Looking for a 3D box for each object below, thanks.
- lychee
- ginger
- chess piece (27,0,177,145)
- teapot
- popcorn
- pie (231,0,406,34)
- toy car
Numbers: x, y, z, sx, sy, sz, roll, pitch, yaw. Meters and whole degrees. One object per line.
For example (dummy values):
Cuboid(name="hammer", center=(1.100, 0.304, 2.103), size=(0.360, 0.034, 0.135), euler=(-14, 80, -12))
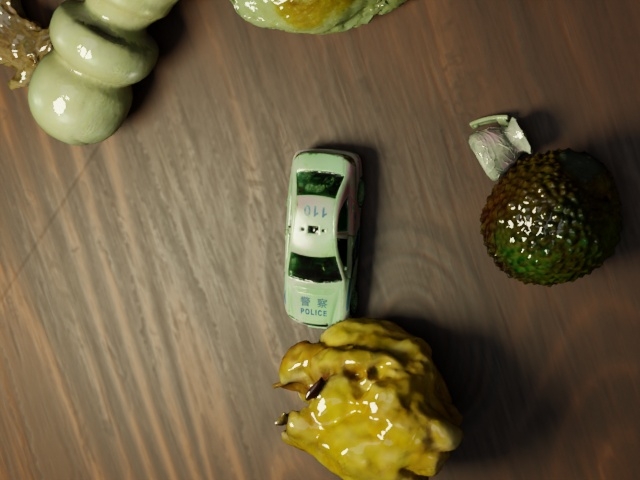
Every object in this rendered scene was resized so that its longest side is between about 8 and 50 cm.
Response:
Cuboid(name="lychee", center=(0.261, -0.019, 1.505), size=(0.171, 0.171, 0.171), euler=(2, 97, 16))
Cuboid(name="ginger", center=(-0.457, -0.319, 1.701), size=(0.290, 0.084, 0.122), euler=(41, 112, 8))
Cuboid(name="chess piece", center=(-0.255, -0.272, 1.614), size=(0.182, 0.182, 0.330), euler=(32, 110, 10))
Cuboid(name="teapot", center=(0.211, -0.117, 1.554), size=(0.064, 0.064, 0.083), euler=(-30, 57, 10))
Cuboid(name="popcorn", center=(0.063, 0.191, 1.568), size=(0.253, 0.191, 0.190), euler=(23, 89, 21))
Cuboid(name="pie", center=(-0.002, -0.375, 1.525), size=(0.257, 0.105, 0.275), euler=(4, 111, -15))
Cuboid(name="toy car", center=(0.000, 0.000, 1.616), size=(0.090, 0.076, 0.224), euler=(5, 98, 14))
